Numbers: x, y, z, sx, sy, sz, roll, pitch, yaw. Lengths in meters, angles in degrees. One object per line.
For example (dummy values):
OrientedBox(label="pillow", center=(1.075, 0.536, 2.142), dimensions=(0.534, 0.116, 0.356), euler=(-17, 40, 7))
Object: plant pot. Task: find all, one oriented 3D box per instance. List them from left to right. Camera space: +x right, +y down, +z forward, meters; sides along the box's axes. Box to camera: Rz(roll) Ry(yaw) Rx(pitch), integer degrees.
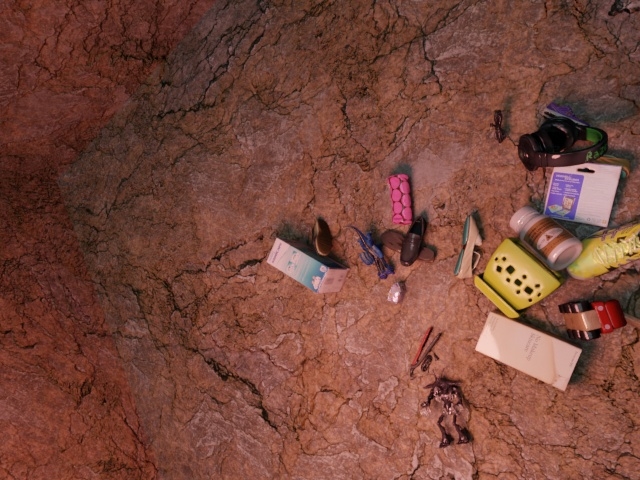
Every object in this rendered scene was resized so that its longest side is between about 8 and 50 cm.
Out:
OrientedBox(label="plant pot", center=(0.688, 0.136, 1.606), dimensions=(0.228, 0.227, 0.207), euler=(48, 114, 23))

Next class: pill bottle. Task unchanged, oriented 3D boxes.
OrientedBox(label="pill bottle", center=(0.775, -0.015, 1.588), dimensions=(0.131, 0.131, 0.229), euler=(-48, 44, 17))

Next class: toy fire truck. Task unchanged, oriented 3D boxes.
OrientedBox(label="toy fire truck", center=(0.938, 0.254, 1.474), dimensions=(0.246, 0.217, 0.159), euler=(-17, 77, 11))

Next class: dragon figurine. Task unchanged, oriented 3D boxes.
OrientedBox(label="dragon figurine", center=(0.208, 0.043, 1.881), dimensions=(0.085, 0.289, 0.144), euler=(-33, 34, 20))

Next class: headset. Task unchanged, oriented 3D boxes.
OrientedBox(label="headset", center=(0.772, -0.360, 1.578), dimensions=(0.394, 0.243, 0.185), euler=(25, 140, 54))

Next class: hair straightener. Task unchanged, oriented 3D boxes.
OrientedBox(label="hair straightener", center=(0.423, 0.464, 1.816), dimensions=(0.089, 0.047, 0.231), euler=(30, 100, 27))

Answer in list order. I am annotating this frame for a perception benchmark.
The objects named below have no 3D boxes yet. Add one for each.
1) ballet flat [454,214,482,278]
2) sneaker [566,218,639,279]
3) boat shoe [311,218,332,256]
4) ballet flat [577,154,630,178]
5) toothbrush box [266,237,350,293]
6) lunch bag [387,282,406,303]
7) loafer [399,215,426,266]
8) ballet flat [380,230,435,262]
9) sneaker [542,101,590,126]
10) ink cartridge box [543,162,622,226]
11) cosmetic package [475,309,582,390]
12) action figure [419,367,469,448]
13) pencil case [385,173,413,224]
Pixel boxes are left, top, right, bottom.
OrientedBox(label="ballet flat", center=(0.579, 0.028, 1.759), dimensions=(0.086, 0.086, 0.249), euler=(14, 94, 28))
OrientedBox(label="sneaker", center=(0.990, 0.006, 1.490), dimensions=(0.384, 0.147, 0.145), euler=(-34, 73, 24))
OrientedBox(label="boat shoe", center=(-0.001, -0.001, 2.032), dimensions=(0.073, 0.080, 0.224), euler=(-51, 28, 35))
OrientedBox(label="ballet flat", center=(0.946, -0.269, 1.591), dimensions=(0.232, 0.080, 0.073), euler=(19, 67, 26))
OrientedBox(label="toothbrush box", center=(-0.052, 0.109, 2.007), dimensions=(0.295, 0.216, 0.126), euler=(28, 99, 28))
OrientedBox(label="lunch bag", center=(0.319, 0.214, 1.879), dimensions=(0.053, 0.071, 0.084), euler=(17, 94, 30))
OrientedBox(label="loafer", center=(0.366, 0.000, 1.817), dimensions=(0.076, 0.078, 0.223), euler=(13, 62, 25))
OrientedBox(label="ballet flat", center=(0.358, 0.033, 1.884), dimensions=(0.249, 0.058, 0.084), euler=(24, 69, 30))
OrientedBox(label="sneaker", center=(0.887, -0.445, 1.632), dimensions=(0.169, 0.068, 0.071), euler=(38, 87, 20))
OrientedBox(label="ink cartridge box", center=(0.907, -0.167, 1.588), dimensions=(0.206, 0.045, 0.209), euler=(14, 105, 30))
OrientedBox(label="cosmetic package", center=(0.733, 0.381, 1.620), dimensions=(0.309, 0.113, 0.161), euler=(21, 96, 29))
OrientedBox(label="action figure", center=(0.471, 0.633, 1.727), dimensions=(0.163, 0.140, 0.276), euler=(-19, 80, 27))
OrientedBox(label="pencil case", center=(0.328, -0.167, 1.894), dimensions=(0.098, 0.095, 0.210), euler=(-7, 85, 21))
